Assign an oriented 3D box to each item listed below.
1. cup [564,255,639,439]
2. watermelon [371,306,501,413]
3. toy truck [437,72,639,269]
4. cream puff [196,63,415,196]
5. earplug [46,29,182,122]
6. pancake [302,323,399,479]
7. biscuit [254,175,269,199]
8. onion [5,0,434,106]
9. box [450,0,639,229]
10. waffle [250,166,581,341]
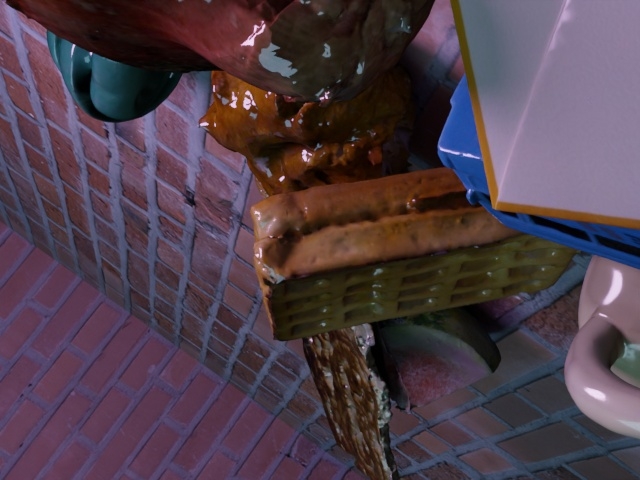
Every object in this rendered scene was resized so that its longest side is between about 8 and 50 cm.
[{"bbox_3d":[0.320,0.095,0.851,0.202,0.255,0.173,19,149,39],"label":"cup"},{"bbox_3d":[0.117,0.148,1.417,0.224,0.180,0.305,29,172,-7],"label":"watermelon"},{"bbox_3d":[0.280,-0.047,0.747,0.385,0.161,0.162,20,164,35],"label":"toy truck"},{"bbox_3d":[-0.002,-0.123,1.055,0.241,0.155,0.269,9,141,43],"label":"cream puff"},{"bbox_3d":[-0.237,-0.245,1.142,0.280,0.164,0.257,33,157,42],"label":"earplug"},{"bbox_3d":[0.040,0.164,1.365,0.305,0.066,0.427,-134,27,-56],"label":"pancake"},{"bbox_3d":[0.027,-0.045,1.278,0.259,0.079,0.259,33,161,12],"label":"biscuit"},{"bbox_3d":[-0.055,-0.247,0.594,0.353,0.354,0.354,31,160,13],"label":"onion"},{"bbox_3d":[0.218,-0.153,0.435,0.283,0.213,0.260,13,126,49],"label":"box"},{"bbox_3d":[0.096,0.009,1.015,0.327,0.098,0.224,-11,161,-4],"label":"waffle"}]
